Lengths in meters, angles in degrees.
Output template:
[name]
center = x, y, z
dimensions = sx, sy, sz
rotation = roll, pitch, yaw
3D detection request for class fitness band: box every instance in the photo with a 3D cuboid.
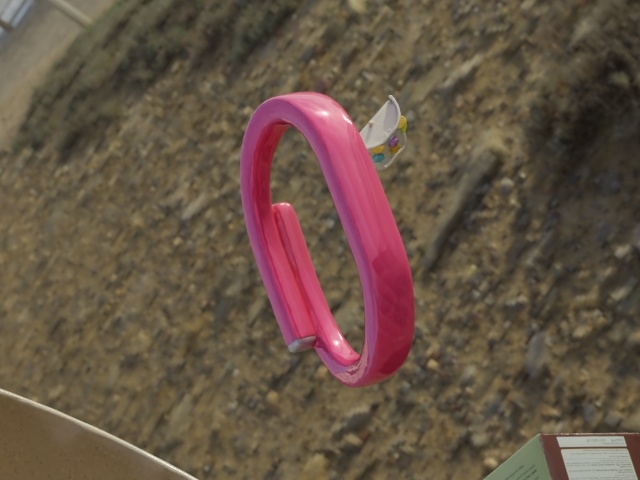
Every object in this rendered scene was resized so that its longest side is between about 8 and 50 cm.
[fitness band]
center = 0.000, 0.000, 1.147
dimensions = 0.209, 0.054, 0.290
rotation = -48, 59, 58

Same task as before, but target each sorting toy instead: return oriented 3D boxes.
[sorting toy]
center = 0.081, -0.119, 1.467
dimensions = 0.045, 0.075, 0.083
rotation = 37, 82, 28

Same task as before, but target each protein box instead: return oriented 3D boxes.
[protein box]
center = 0.270, 0.341, 1.309
dimensions = 0.200, 0.136, 0.201
rotation = 123, 143, -50

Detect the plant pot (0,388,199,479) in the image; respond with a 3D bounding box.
[plant pot]
center = -0.143, 0.177, 0.441
dimensions = 0.191, 0.284, 0.284
rotation = -64, 22, -1
